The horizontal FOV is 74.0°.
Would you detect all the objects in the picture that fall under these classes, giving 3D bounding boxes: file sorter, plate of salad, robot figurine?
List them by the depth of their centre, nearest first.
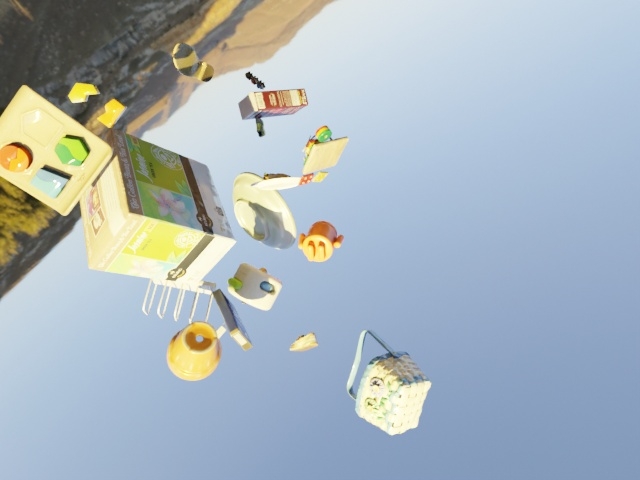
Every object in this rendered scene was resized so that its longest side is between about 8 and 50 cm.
[{"bbox_3d":[-0.153,-0.216,1.527,0.199,0.048,0.200,-8,180,0],"label":"plate of salad"},{"bbox_3d":[-0.002,-0.001,1.736,0.158,0.128,0.219,-35,-163,28],"label":"robot figurine"},{"bbox_3d":[-0.616,0.260,1.865,0.193,0.277,0.173,130,-29,-67],"label":"file sorter"}]

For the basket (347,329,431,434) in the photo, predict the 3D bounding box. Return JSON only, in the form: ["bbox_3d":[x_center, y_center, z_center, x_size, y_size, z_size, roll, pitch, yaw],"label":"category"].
[{"bbox_3d":[0.203,0.464,1.404,0.289,0.201,0.255,30,-68,56],"label":"basket"}]

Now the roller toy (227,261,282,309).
[{"bbox_3d":[-0.256,0.176,1.694,0.146,0.191,0.209,-63,176,-6],"label":"roller toy"}]

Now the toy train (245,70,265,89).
[{"bbox_3d":[-0.298,-0.724,1.924,0.036,0.027,0.158,-34,-124,-15],"label":"toy train"}]

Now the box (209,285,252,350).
[{"bbox_3d":[-0.308,0.256,1.452,0.036,0.136,0.225,-31,-125,-8],"label":"box"}]

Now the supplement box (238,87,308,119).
[{"bbox_3d":[-0.183,-0.532,1.655,0.239,0.073,0.130,-17,-174,-32],"label":"supplement box"}]

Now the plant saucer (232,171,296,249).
[{"bbox_3d":[-0.282,-0.109,1.913,0.100,0.401,0.400,-40,-155,-32],"label":"plant saucer"}]

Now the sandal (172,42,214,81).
[{"bbox_3d":[-0.439,-0.583,1.383,0.088,0.079,0.240,-63,170,9],"label":"sandal"}]

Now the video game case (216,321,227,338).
[{"bbox_3d":[-0.555,0.512,2.095,0.300,0.036,0.329,-47,-178,-4],"label":"video game case"}]

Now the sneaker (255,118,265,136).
[{"bbox_3d":[-0.246,-0.460,1.730,0.031,0.083,0.035,-2,-145,25],"label":"sneaker"}]

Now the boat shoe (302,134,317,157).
[{"bbox_3d":[-0.028,-0.416,1.942,0.104,0.089,0.285,-39,174,6],"label":"boat shoe"}]

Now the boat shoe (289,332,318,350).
[{"bbox_3d":[-0.068,0.413,1.731,0.170,0.063,0.059,-30,-124,45],"label":"boat shoe"}]

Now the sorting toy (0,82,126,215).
[{"bbox_3d":[-0.600,-0.233,0.963,0.307,0.229,0.041,-48,-162,10],"label":"sorting toy"}]

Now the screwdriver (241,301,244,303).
[{"bbox_3d":[-0.388,0.316,2.144,0.025,0.024,0.170,-49,-174,-5],"label":"screwdriver"}]

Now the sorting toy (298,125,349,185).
[{"bbox_3d":[0.004,-0.281,1.373,0.132,0.046,0.274,-21,159,-30],"label":"sorting toy"}]

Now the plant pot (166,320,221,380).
[{"bbox_3d":[-0.470,0.401,1.612,0.205,0.205,0.188,-62,-178,-40],"label":"plant pot"}]

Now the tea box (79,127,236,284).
[{"bbox_3d":[-0.466,-0.084,1.200,0.220,0.323,0.329,-44,-125,24],"label":"tea box"}]
